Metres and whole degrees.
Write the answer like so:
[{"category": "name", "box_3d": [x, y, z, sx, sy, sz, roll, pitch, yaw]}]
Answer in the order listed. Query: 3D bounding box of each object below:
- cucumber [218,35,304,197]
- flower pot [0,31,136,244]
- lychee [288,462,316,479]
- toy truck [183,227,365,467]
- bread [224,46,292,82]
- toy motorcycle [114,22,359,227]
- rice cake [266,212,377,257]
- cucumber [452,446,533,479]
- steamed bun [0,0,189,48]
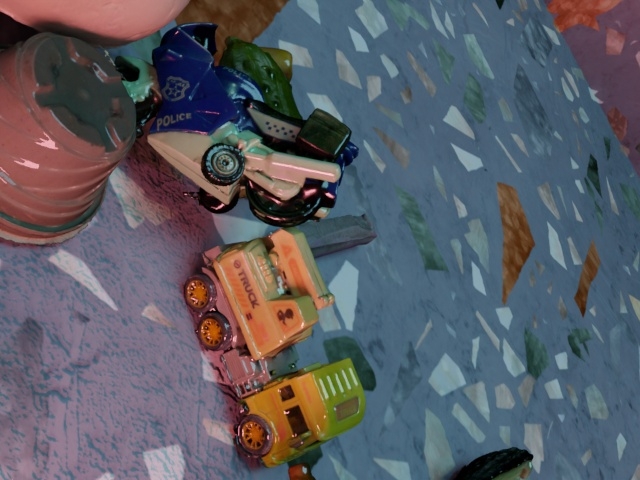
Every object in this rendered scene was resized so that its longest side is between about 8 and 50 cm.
[{"category": "cucumber", "box_3d": [-0.094, -0.185, 1.324, 0.134, 0.134, 0.244, 15, 51, -49]}, {"category": "flower pot", "box_3d": [-0.284, -0.123, 1.006, 0.235, 0.140, 0.235, 36, 41, -38]}, {"category": "lychee", "box_3d": [0.001, 0.372, 0.943, 0.276, 0.276, 0.304, 1, 77, -54]}, {"category": "toy truck", "box_3d": [-0.043, 0.119, 1.155, 0.124, 0.157, 0.272, -10, 75, -55]}, {"category": "bread", "box_3d": [-0.093, -0.266, 1.455, 0.062, 0.103, 0.049, 96, -2, -67]}, {"category": "toy motorcycle", "box_3d": [-0.114, -0.145, 1.159, 0.331, 0.125, 0.196, 28, 67, 5]}, {"category": "rice cake", "box_3d": [0.000, -0.001, 1.397, 0.055, 0.049, 0.270, 48, 29, 16]}, {"category": "cucumber", "box_3d": [0.228, 0.375, 1.431, 0.086, 0.115, 0.193, 29, 25, 30]}, {"category": "steamed bun", "box_3d": [-0.274, -0.403, 1.058, 0.374, 0.241, 0.374, 39, 27, -23]}]
